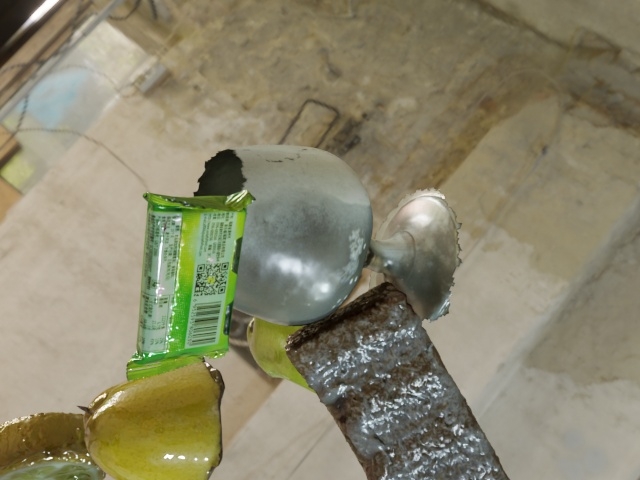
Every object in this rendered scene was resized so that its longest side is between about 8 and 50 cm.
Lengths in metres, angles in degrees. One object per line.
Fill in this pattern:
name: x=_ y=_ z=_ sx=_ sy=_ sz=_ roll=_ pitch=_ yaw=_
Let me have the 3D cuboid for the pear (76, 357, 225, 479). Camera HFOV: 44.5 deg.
pear: x=-0.283 y=0.299 z=1.217 sx=0.178 sy=0.267 sz=0.267 roll=9 pitch=-166 yaw=-41

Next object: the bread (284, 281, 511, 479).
bread: x=0.125 y=0.266 z=0.986 sx=0.417 sy=0.165 sz=0.113 roll=60 pitch=179 yaw=-4

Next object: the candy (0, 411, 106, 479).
candy: x=-0.555 y=0.439 z=1.577 sx=0.260 sy=0.259 sz=0.118 roll=53 pitch=-166 yaw=-54

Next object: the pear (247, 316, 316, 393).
pear: x=-0.035 y=0.209 z=1.552 sx=0.292 sy=0.159 sz=0.292 roll=12 pitch=178 yaw=0

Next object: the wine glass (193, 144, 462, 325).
wine glass: x=0.000 y=0.000 z=1.000 sx=0.322 sy=0.238 sz=0.238 roll=15 pitch=-176 yaw=-30

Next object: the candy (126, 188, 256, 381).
candy: x=-0.117 y=0.038 z=0.687 sx=0.102 sy=0.178 sz=0.032 roll=-4 pitch=-155 yaw=-32
